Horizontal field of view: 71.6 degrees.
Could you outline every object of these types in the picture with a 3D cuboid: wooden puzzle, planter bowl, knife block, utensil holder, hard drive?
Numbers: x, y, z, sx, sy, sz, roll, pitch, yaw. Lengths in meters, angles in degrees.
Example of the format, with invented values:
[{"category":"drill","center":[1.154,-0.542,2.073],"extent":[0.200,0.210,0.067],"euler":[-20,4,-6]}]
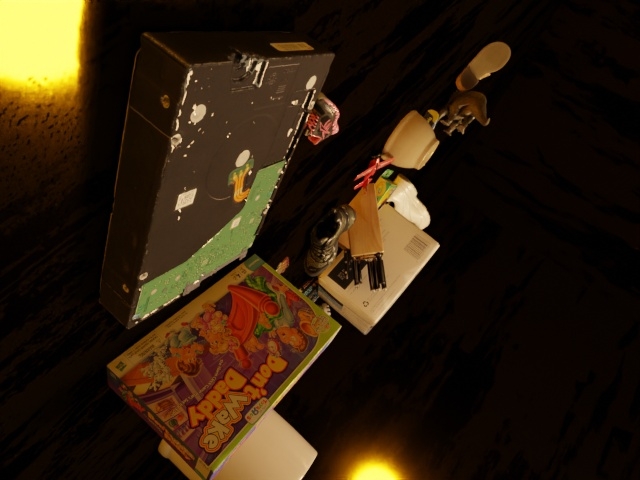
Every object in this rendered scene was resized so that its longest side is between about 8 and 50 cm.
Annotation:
[{"category":"wooden puzzle","center":[-0.100,0.069,1.142],"extent":[0.049,0.006,0.083],"euler":[-48,167,-18]},{"category":"planter bowl","center":[0.263,-0.269,1.254],"extent":[0.162,0.109,0.162],"euler":[-49,167,-16]},{"category":"knife block","center":[0.151,0.004,1.311],"extent":[0.275,0.242,0.088],"euler":[-51,168,-6]},{"category":"utensil holder","center":[-0.252,0.665,1.401],"extent":[0.327,0.385,0.327],"euler":[-48,167,-15]},{"category":"hard drive","center":[-0.127,-0.071,0.522],"extent":[0.237,0.064,0.338],"euler":[-36,159,-50]}]

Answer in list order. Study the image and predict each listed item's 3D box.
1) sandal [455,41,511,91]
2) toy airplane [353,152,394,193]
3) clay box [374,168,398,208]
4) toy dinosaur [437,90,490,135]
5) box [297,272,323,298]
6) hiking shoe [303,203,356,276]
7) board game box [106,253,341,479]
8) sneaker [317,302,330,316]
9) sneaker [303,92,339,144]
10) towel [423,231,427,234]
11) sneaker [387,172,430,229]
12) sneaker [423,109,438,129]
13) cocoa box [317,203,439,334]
[{"category":"sandal","center":[0.511,-0.563,1.450],"extent":[0.240,0.088,0.079],"euler":[-41,-164,-16]},{"category":"toy airplane","center":[0.138,-0.185,1.218],"extent":[0.151,0.028,0.151],"euler":[-35,158,-16]},{"category":"clay box","center":[0.184,-0.133,1.482],"extent":[0.222,0.053,0.127],"euler":[-54,168,16]},{"category":"toy dinosaur","center":[0.458,-0.424,1.422],"extent":[0.160,0.121,0.313],"euler":[-53,-171,6]},{"category":"box","center":[-0.055,0.202,1.575],"extent":[0.220,0.051,0.175],"euler":[-45,166,-29]},{"category":"hiking shoe","center":[0.000,0.000,1.180],"extent":[0.114,0.086,0.226],"euler":[-5,127,-55]},{"category":"board game box","center":[-0.155,0.202,0.798],"extent":[0.347,0.233,0.078],"euler":[-41,164,-42]},{"category":"sneaker","center":[-0.052,0.277,1.572],"extent":[0.098,0.083,0.223],"euler":[-1,151,-27]},{"category":"sneaker","center":[-0.004,-0.187,0.696],"extent":[0.057,0.047,0.119],"euler":[-39,165,-4]},{"category":"towel","center":[0.289,-0.014,1.783],"extent":[0.284,0.235,0.121],"euler":[-35,152,-54]},{"category":"sneaker","center":[0.330,-0.133,1.733],"extent":[0.129,0.111,0.297],"euler":[-39,130,5]},{"category":"sneaker","center":[0.318,-0.337,1.390],"extent":[0.144,0.053,0.059],"euler":[-51,170,0]},{"category":"cocoa box","center":[0.183,0.101,1.486],"extent":[0.347,0.231,0.228],"euler":[-47,167,-18]}]
